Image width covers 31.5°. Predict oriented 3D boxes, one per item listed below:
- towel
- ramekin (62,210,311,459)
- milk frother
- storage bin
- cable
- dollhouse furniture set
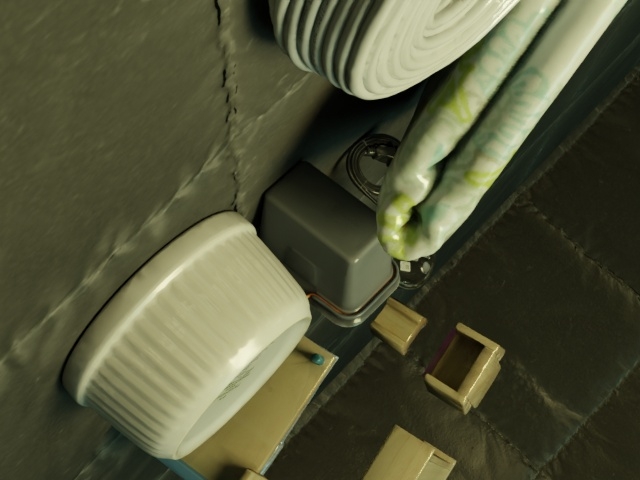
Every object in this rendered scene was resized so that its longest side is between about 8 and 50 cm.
[{"bbox_3d":[0.177,-0.189,0.956,0.374,0.090,0.320,-57,179,28],"label":"towel"},{"bbox_3d":[-0.102,0.086,0.943,0.207,0.109,0.207,-45,169,-11],"label":"ramekin"},{"bbox_3d":[0.035,-0.022,1.165,0.135,0.129,0.143,-9,-123,46],"label":"milk frother"},{"bbox_3d":[0.000,0.000,1.008,0.098,0.135,0.091,-43,157,-25],"label":"storage bin"},{"bbox_3d":[0.078,-0.193,0.678,0.257,0.089,0.257,-44,169,-20],"label":"cable"},{"bbox_3d":[-0.002,0.168,1.226,0.286,0.303,0.198,-57,162,-5],"label":"dollhouse furniture set"}]
